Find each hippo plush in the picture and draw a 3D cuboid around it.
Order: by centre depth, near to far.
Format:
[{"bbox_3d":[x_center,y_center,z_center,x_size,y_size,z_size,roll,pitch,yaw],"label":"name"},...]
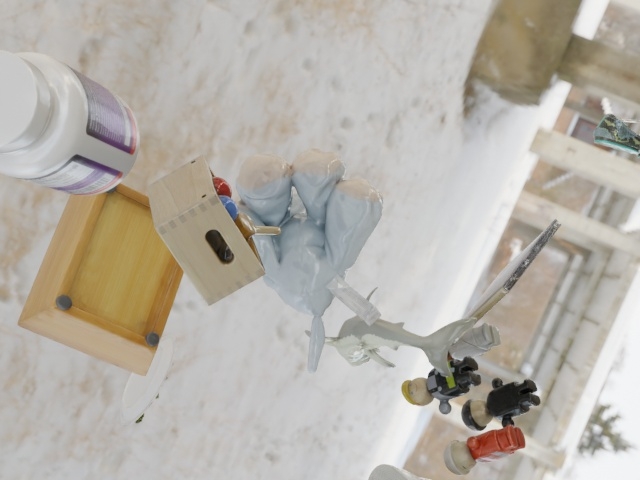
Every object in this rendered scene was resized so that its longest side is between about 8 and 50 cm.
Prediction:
[{"bbox_3d":[0.000,0.000,1.487,0.234,0.294,0.236,-40,173,7],"label":"hippo plush"}]

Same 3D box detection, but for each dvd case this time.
[{"bbox_3d":[0.293,0.068,1.611,0.164,0.018,0.221,-47,173,-29],"label":"dvd case"}]

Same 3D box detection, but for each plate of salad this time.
[{"bbox_3d":[-0.331,0.276,1.967,0.200,0.048,0.199,-44,-154,28],"label":"plate of salad"}]

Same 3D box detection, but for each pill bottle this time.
[{"bbox_3d":[-0.240,-0.103,0.878,0.108,0.108,0.193,-66,169,0],"label":"pill bottle"}]

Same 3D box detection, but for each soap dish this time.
[{"bbox_3d":[-0.332,0.047,1.650,0.118,0.229,0.290,-23,-135,55],"label":"soap dish"}]

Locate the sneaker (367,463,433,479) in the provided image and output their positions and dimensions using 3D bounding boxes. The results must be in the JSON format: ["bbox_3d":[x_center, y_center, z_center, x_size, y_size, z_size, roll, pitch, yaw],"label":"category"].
[{"bbox_3d":[0.222,0.468,1.638,0.169,0.292,0.108,24,98,-40],"label":"sneaker"}]

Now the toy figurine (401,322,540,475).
[{"bbox_3d":[0.252,0.265,1.700,0.148,0.209,0.213,-29,-168,32],"label":"toy figurine"}]

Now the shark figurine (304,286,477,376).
[{"bbox_3d":[0.094,0.128,1.555,0.278,0.166,0.116,-13,-128,57],"label":"shark figurine"}]

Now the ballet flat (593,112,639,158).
[{"bbox_3d":[0.572,-0.174,1.771,0.070,0.188,0.070,-53,-154,40],"label":"ballet flat"}]

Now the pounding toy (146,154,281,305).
[{"bbox_3d":[-0.105,-0.012,1.080,0.100,0.141,0.130,-30,-151,1],"label":"pounding toy"}]
